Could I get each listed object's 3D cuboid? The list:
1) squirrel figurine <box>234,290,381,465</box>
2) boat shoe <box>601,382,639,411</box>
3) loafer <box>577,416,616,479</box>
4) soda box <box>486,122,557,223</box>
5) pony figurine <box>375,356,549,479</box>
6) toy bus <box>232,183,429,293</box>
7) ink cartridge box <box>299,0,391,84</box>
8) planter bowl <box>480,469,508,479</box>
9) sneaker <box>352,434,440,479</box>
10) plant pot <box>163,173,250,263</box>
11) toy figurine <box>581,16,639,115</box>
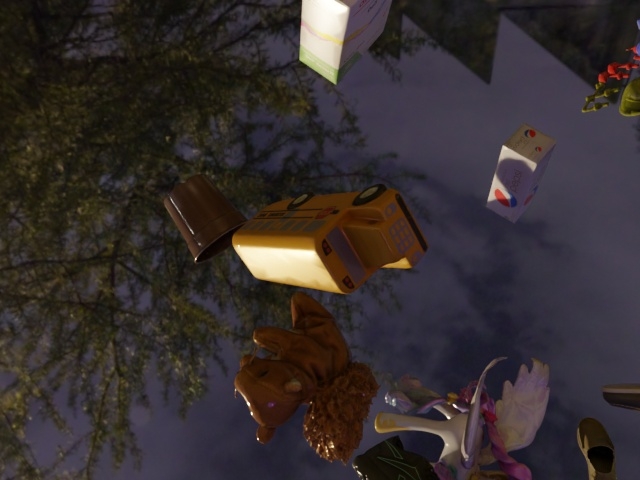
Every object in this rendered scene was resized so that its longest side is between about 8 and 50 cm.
[{"bbox_3d":[-0.031,0.375,1.370,0.397,0.281,0.370,37,-166,6],"label":"squirrel figurine"},{"bbox_3d":[0.655,0.293,0.879,0.335,0.112,0.095,-2,-100,21],"label":"boat shoe"},{"bbox_3d":[0.487,0.367,0.929,0.056,0.050,0.148,-3,-146,12],"label":"loafer"},{"bbox_3d":[0.391,-0.125,1.050,0.074,0.216,0.069,37,-107,24],"label":"soda box"},{"bbox_3d":[0.285,0.384,1.030,0.303,0.351,0.363,15,172,-43],"label":"pony figurine"},{"bbox_3d":[0.000,0.000,0.812,0.130,0.108,0.333,-41,-157,-26],"label":"toy bus"},{"bbox_3d":[0.065,-0.522,1.136,0.119,0.353,0.207,37,-103,6],"label":"ink cartridge box"},{"bbox_3d":[0.383,0.603,1.228,0.217,0.217,0.090,-5,-167,-4],"label":"planter bowl"},{"bbox_3d":[0.157,0.410,0.873,0.106,0.101,0.267,-34,-153,-19],"label":"sneaker"},{"bbox_3d":[-0.277,-0.060,1.280,0.167,0.167,0.165,-33,-97,-33],"label":"plant pot"},{"bbox_3d":[0.787,-0.490,1.302,0.191,0.217,0.362,20,-125,43],"label":"toy figurine"}]
